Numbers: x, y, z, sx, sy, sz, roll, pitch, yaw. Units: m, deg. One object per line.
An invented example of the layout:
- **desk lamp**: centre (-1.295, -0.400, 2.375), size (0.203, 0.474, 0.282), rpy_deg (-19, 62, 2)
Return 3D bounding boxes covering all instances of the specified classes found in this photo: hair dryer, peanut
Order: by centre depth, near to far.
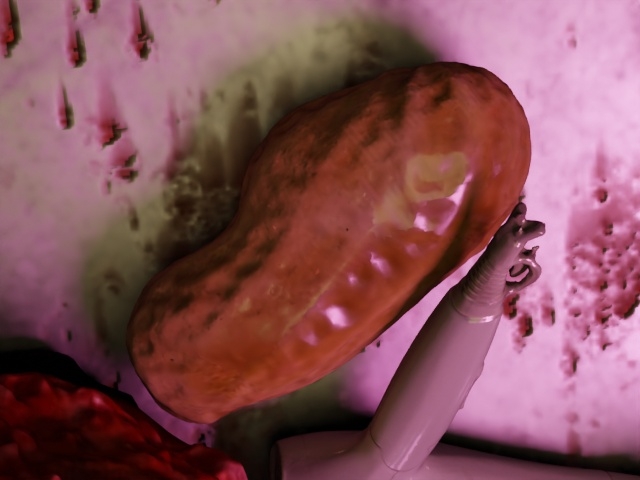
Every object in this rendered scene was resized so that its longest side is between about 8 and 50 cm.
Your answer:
- **hair dryer**: centre (0.088, 0.075, 0.722), size (0.206, 0.075, 0.237), rpy_deg (3, 133, -9)
- **peanut**: centre (0.000, 0.000, 0.723), size (0.226, 0.095, 0.108), rpy_deg (-43, 80, 13)

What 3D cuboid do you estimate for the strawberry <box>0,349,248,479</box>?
- **strawberry**: centre (-0.136, 0.207, 0.646), size (0.292, 0.310, 0.291), rpy_deg (2, 101, 11)
